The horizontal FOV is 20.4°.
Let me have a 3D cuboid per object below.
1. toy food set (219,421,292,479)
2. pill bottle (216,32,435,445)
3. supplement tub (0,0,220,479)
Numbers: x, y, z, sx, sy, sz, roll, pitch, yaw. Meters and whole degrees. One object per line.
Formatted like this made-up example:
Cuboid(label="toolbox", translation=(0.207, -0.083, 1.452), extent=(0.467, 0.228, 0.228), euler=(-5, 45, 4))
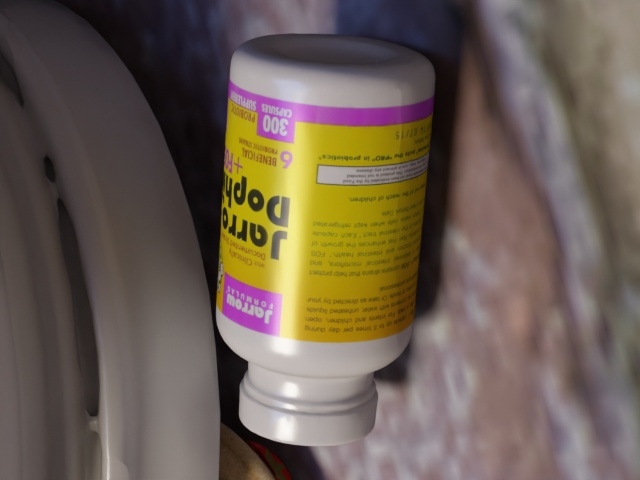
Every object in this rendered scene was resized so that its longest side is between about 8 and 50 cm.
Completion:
Cuboid(label="toy food set", translation=(-0.028, 0.082, 0.448), extent=(0.083, 0.020, 0.083), euler=(-18, 86, 48))
Cuboid(label="pill bottle", translation=(0.000, 0.000, 0.381), extent=(0.043, 0.043, 0.083), euler=(20, 113, 44))
Cuboid(label="supplement tub", translation=(-0.214, 0.043, 0.392), extent=(0.241, 0.331, 0.241), euler=(8, 99, 54))
